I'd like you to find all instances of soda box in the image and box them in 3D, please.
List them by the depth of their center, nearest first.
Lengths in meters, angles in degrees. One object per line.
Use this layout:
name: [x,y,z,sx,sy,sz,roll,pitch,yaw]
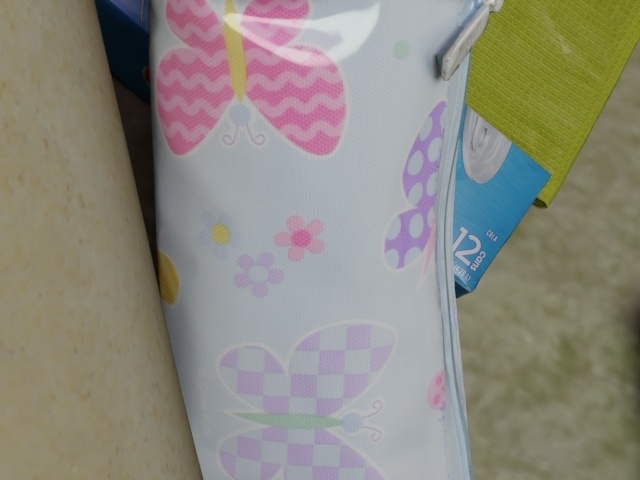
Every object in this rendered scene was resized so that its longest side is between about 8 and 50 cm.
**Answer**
soda box: [-0.011,-0.061,0.748,0.210,0.071,0.067,38,71,-7]

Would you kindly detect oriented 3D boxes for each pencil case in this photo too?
pencil case: [0.000,0.000,0.658,0.124,0.113,0.273,-1,113,-5]

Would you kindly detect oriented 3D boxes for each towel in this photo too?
towel: [0.120,-0.138,0.832,0.102,0.021,0.237,33,72,-8]

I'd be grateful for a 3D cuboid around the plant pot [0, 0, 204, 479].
plant pot: [-0.182,0.024,0.571,0.334,0.334,0.305,-22,97,-20]
